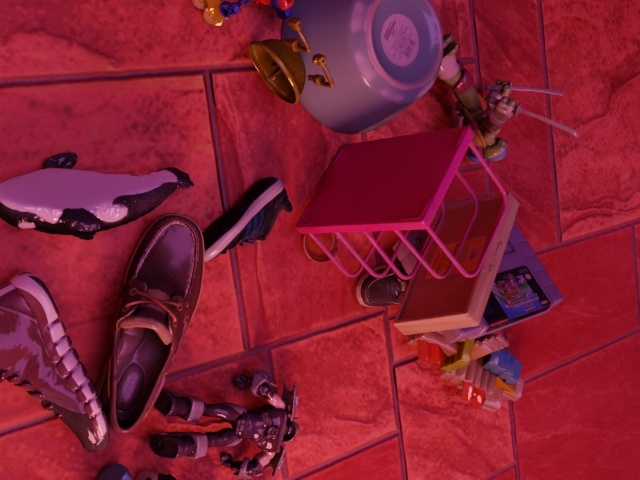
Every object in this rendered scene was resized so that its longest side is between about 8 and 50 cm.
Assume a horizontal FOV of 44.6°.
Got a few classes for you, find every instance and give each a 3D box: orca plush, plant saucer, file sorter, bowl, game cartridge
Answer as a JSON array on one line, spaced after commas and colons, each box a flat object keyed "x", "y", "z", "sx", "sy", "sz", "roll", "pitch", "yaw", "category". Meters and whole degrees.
[{"x": -0.339, "y": -0.054, "z": 1.162, "sx": 0.151, "sy": 0.102, "sz": 0.287, "roll": 44, "pitch": 44, "yaw": 20, "category": "orca plush"}, {"x": 0.000, "y": 0.000, "z": 1.438, "sx": 0.084, "sy": 0.013, "sz": 0.083, "roll": -3, "pitch": 94, "yaw": -37, "category": "plant saucer"}, {"x": 0.148, "y": -0.049, "z": 1.365, "sx": 0.182, "sy": 0.291, "sz": 0.202, "roll": 48, "pitch": 59, "yaw": -32, "category": "file sorter"}, {"x": 0.103, "y": -0.353, "z": 1.407, "sx": 0.312, "sy": 0.163, "sz": 0.311, "roll": -2, "pitch": 93, "yaw": -37, "category": "bowl"}, {"x": 0.329, "y": 0.069, "z": 1.568, "sx": 0.355, "sy": 0.068, "sz": 0.230, "roll": -11, "pitch": 60, "yaw": -42, "category": "game cartridge"}]

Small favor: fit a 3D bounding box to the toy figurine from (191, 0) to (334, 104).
[{"x": -0.066, "y": -0.431, "z": 1.268, "sx": 0.362, "sy": 0.191, "sz": 0.217, "roll": 51, "pitch": 58, "yaw": -25, "category": "toy figurine"}]

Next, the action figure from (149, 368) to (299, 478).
[{"x": -0.142, "y": 0.304, "z": 1.300, "sx": 0.285, "sy": 0.099, "sz": 0.185, "roll": 15, "pitch": 76, "yaw": -40, "category": "action figure"}]

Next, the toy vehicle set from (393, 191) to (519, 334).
[{"x": 0.240, "y": 0.040, "z": 1.376, "sx": 0.035, "sy": 0.166, "sz": 0.266, "roll": 43, "pitch": 56, "yaw": -26, "category": "toy vehicle set"}]

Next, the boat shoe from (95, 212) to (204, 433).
[{"x": -0.251, "y": 0.122, "z": 1.174, "sx": 0.123, "sy": 0.123, "sz": 0.341, "roll": 22, "pitch": 82, "yaw": -17, "category": "boat shoe"}]

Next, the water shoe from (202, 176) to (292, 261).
[{"x": -0.120, "y": -0.020, "z": 1.311, "sx": 0.203, "sy": 0.073, "sz": 0.080, "roll": -46, "pitch": 121, "yaw": -24, "category": "water shoe"}]

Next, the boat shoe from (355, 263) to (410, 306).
[{"x": 0.171, "y": 0.084, "z": 1.531, "sx": 0.224, "sy": 0.073, "sz": 0.080, "roll": -8, "pitch": 96, "yaw": -37, "category": "boat shoe"}]

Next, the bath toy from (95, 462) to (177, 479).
[{"x": -0.199, "y": 0.465, "z": 1.241, "sx": 0.348, "sy": 0.129, "sz": 0.151, "roll": 28, "pitch": 76, "yaw": -35, "category": "bath toy"}]

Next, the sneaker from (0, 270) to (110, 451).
[{"x": -0.419, "y": 0.197, "z": 1.094, "sx": 0.163, "sy": 0.106, "sz": 0.281, "roll": -27, "pitch": 98, "yaw": -27, "category": "sneaker"}]

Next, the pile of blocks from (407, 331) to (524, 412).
[{"x": 0.317, "y": 0.265, "z": 1.590, "sx": 0.362, "sy": 0.149, "sz": 0.112, "roll": 38, "pitch": 57, "yaw": -32, "category": "pile of blocks"}]

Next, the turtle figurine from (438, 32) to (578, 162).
[{"x": 0.346, "y": -0.304, "z": 1.555, "sx": 0.266, "sy": 0.275, "sz": 0.197, "roll": 46, "pitch": 50, "yaw": -19, "category": "turtle figurine"}]
